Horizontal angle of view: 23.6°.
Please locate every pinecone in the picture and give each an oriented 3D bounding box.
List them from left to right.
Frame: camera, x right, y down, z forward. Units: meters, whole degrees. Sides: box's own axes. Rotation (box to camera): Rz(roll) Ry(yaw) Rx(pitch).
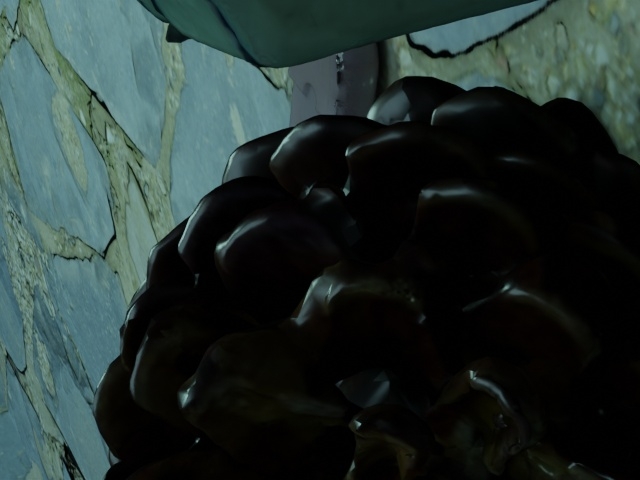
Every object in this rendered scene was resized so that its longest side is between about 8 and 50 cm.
[{"bbox_3d":[0.028,0.082,0.634,0.296,0.242,0.298,-100,25,-74],"label":"pinecone"}]

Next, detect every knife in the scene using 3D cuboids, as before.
[{"bbox_3d":[0.001,0.000,0.998,0.132,0.038,0.399,52,150,39],"label":"knife"}]

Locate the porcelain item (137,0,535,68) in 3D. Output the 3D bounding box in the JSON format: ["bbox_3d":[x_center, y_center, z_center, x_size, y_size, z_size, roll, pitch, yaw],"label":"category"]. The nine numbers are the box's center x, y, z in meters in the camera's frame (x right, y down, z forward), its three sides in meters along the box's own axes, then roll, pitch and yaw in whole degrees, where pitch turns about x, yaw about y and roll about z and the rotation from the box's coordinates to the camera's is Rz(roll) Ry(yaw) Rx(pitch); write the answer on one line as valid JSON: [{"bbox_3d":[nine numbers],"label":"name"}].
[{"bbox_3d":[0.022,-0.208,0.434,0.157,0.281,0.286,37,141,57],"label":"porcelain item"}]
